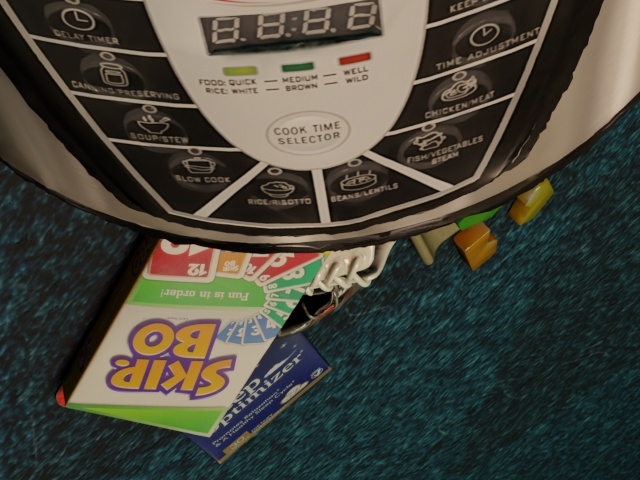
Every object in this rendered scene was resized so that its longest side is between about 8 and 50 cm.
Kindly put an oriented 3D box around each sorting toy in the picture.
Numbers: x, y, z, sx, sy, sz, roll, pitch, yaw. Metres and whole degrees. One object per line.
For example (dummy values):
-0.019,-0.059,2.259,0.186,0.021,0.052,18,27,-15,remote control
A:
0.172,-0.066,1.633,0.229,0.041,0.307,-40,157,-2,sorting toy

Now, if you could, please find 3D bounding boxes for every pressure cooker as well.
-0.028,-0.229,0.610,0.370,0.375,0.420,-50,161,-18,pressure cooker

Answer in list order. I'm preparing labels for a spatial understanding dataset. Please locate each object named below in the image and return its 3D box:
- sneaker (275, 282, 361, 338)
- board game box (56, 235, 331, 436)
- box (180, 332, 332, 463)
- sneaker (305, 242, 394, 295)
0.002,0.041,1.493,0.158,0.065,0.061,-35,113,-30,sneaker
-0.095,0.058,1.371,0.124,0.039,0.259,15,131,-24,board game box
-0.073,0.115,1.585,0.136,0.036,0.225,-40,156,-3,box
0.000,0.000,1.411,0.258,0.091,0.094,-39,158,1,sneaker
